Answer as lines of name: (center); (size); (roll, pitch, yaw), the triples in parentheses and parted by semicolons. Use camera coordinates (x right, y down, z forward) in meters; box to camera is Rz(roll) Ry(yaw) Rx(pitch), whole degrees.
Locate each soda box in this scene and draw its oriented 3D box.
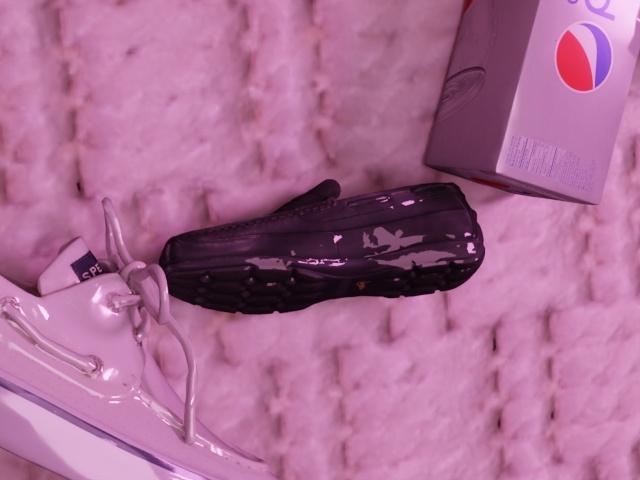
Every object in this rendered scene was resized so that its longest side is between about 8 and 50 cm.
soda box: (0.165, -0.174, 0.882); (0.091, 0.098, 0.286); (14, 91, -26)

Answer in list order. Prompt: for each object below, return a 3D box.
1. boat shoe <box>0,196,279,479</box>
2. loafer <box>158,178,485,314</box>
boat shoe: (-0.151, 0.048, 0.761); (0.367, 0.136, 0.156); (31, 80, -14)
loafer: (0.000, 0.000, 0.851); (0.223, 0.076, 0.078); (-5, 62, -17)
